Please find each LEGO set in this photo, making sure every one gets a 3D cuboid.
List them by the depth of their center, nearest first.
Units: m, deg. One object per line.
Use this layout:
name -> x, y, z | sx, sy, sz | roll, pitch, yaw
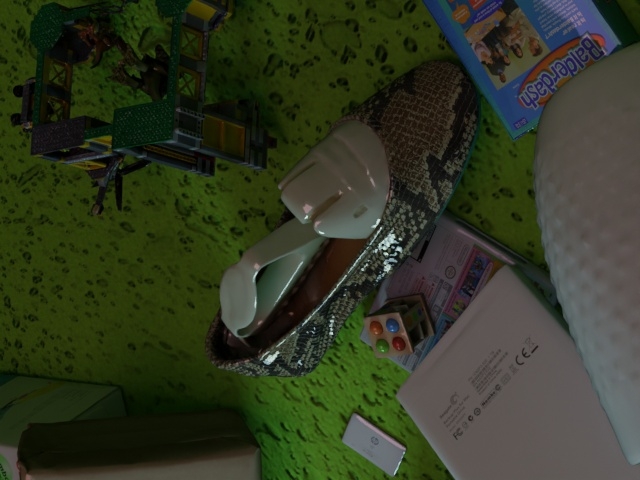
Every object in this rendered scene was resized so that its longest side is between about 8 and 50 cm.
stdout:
LEGO set -> -0.192, -0.181, 1.494 | 0.331, 0.192, 0.255 | -15, 72, 35

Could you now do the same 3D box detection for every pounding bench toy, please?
pounding bench toy -> 0.077, 0.102, 1.438 | 0.083, 0.065, 0.052 | -12, 103, 37

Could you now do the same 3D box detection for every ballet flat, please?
ballet flat -> 0.000, 0.000, 1.392 | 0.164, 0.182, 0.483 | 58, 134, 28

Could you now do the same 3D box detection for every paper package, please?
paper package -> -0.231, 0.402, 1.642 | 0.309, 0.168, 0.325 | -4, 104, -11

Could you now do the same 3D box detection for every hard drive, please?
hard drive -> 0.224, 0.200, 1.284 | 0.203, 0.040, 0.307 | -53, 51, 19

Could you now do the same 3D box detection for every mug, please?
mug -> 0.380, -0.022, 1.095 | 0.374, 0.276, 0.328 | -24, 74, 9

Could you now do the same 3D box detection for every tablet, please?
tablet -> 0.068, 0.261, 1.586 | 0.083, 0.006, 0.054 | 32, 125, 18

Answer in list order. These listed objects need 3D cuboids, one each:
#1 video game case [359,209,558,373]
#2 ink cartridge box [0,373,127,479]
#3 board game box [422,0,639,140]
video game case -> 0.158, 0.083, 1.433 | 0.193, 0.023, 0.212 | 33, 125, 19
ink cartridge box -> -0.433, 0.333, 1.839 | 0.270, 0.197, 0.198 | 1, 111, 33
board game box -> 0.203, -0.229, 1.245 | 0.160, 0.047, 0.210 | -32, 90, 39
